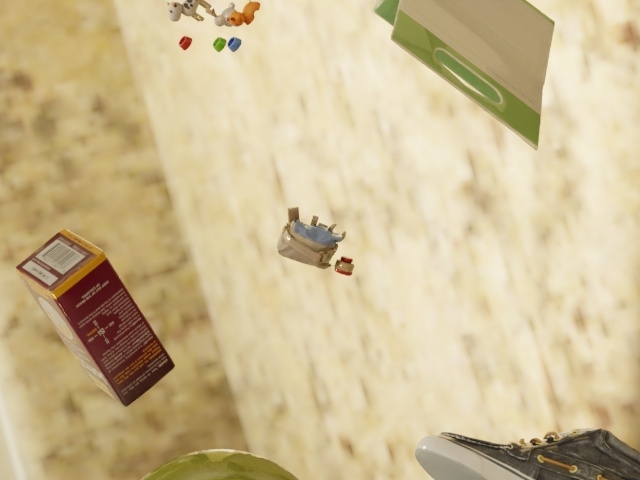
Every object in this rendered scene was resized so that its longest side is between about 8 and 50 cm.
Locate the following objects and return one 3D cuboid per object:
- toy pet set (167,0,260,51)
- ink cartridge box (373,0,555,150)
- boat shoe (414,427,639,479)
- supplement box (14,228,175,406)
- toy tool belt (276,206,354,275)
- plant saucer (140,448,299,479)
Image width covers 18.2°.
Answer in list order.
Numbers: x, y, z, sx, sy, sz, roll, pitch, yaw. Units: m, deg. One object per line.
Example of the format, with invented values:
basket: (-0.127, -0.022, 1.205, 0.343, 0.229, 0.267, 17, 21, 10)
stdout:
toy pet set: (-0.110, -0.251, 1.978, 0.122, 0.065, 0.114, 8, 69, 58)
ink cartridge box: (0.128, -0.176, 1.812, 0.056, 0.171, 0.235, -45, 17, 34)
boat shoe: (0.171, 0.178, 1.571, 0.183, 0.083, 0.065, 24, 152, 9)
supplement box: (-0.263, 0.090, 2.338, 0.104, 0.081, 0.188, 27, 152, 53)
toy tool belt: (0.000, 0.000, 1.984, 0.052, 0.083, 0.051, -120, 48, -77)
plant saucer: (-0.094, 0.324, 1.941, 0.037, 0.241, 0.241, 159, 95, -75)
